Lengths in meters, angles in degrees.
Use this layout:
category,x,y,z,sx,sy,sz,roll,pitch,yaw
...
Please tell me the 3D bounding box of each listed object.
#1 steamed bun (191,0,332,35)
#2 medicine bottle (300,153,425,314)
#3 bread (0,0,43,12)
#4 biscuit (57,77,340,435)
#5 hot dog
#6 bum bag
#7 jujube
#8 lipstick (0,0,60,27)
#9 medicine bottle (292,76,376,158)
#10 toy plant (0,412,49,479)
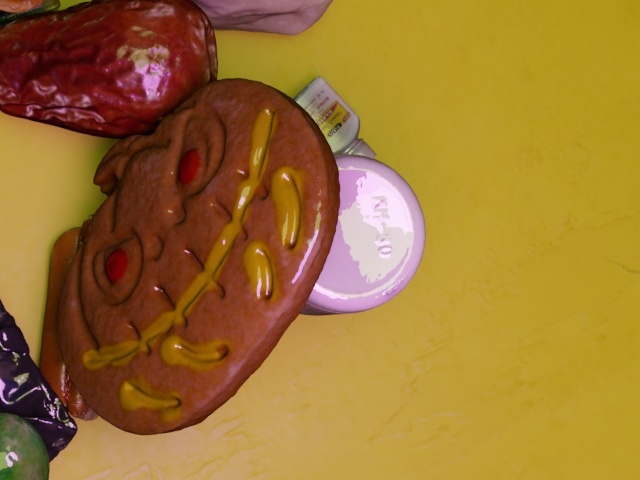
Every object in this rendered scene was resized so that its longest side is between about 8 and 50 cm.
category,x,y,z,sx,sy,sz,roll,pitch,yaw
steamed bun,-0.092,-0.399,1.924,0.276,0.203,0.289,2,83,-14
medicine bottle,0.000,0.000,1.862,0.170,0.293,0.170,1,86,-14
bread,-0.338,-0.400,1.867,0.167,0.132,0.294,20,63,-12
biscuit,-0.149,0.005,1.748,0.070,0.350,0.394,17,110,-47
hot dog,-0.270,0.086,1.903,0.092,0.062,0.236,3,83,-10
bum bag,-0.392,0.122,1.861,0.137,0.074,0.310,-29,86,3
jujube,-0.243,-0.198,1.880,0.255,0.190,0.190,2,84,-1
lipstick,-0.353,-0.260,1.931,0.116,0.037,0.037,-22,90,-19
medicine bottle,0.009,-0.128,1.999,0.074,0.055,0.118,-44,96,-16
toy plant,-0.356,0.317,1.793,0.218,0.175,0.235,-32,95,9
